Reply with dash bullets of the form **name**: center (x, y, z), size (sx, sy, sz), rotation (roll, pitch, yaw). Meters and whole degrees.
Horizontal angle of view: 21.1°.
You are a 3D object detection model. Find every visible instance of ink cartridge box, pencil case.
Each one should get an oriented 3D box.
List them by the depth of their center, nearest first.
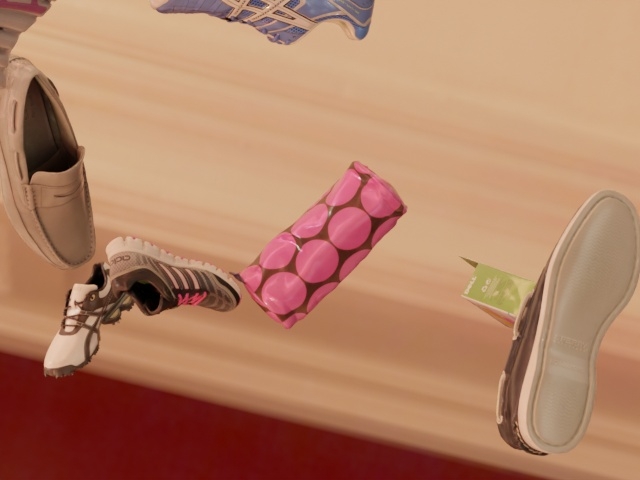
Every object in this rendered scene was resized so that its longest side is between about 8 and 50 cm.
- **pencil case**: center (0.000, 0.000, 1.994), size (0.209, 0.095, 0.098), rotation (-42, 38, 3)
- **ink cartridge box**: center (0.285, 0.091, 2.559), size (0.209, 0.109, 0.062), rotation (21, 80, 57)

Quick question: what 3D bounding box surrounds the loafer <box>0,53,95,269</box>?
- **loafer**: center (-0.356, -0.091, 2.221), size (0.112, 0.111, 0.319), rotation (-43, -50, -31)

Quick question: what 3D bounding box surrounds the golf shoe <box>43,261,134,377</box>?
- **golf shoe**: center (-0.351, 0.113, 2.483), size (0.198, 0.077, 0.094), rotation (-58, -42, -41)

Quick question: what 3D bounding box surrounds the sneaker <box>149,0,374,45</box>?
- **sneaker**: center (-0.050, -0.216, 1.552), size (0.080, 0.211, 0.081), rotation (-123, 30, -82)

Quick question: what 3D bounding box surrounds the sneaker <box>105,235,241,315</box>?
- **sneaker**: center (-0.169, 0.058, 1.942), size (0.063, 0.170, 0.075), rotation (-35, 41, 46)

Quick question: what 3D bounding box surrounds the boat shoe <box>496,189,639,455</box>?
- **boat shoe**: center (0.265, 0.087, 1.886), size (0.091, 0.114, 0.302), rotation (-10, 54, 66)

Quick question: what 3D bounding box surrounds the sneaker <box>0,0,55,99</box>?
- **sneaker**: center (-0.358, -0.247, 1.820), size (0.095, 0.104, 0.236), rotation (10, -61, -51)
